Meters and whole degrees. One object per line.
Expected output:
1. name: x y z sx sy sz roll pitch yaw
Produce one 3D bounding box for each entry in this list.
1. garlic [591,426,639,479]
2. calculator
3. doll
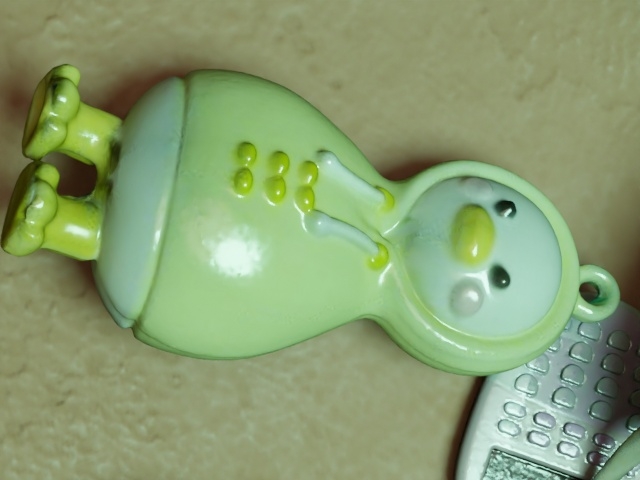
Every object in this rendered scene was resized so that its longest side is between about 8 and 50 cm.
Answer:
1. garlic: 0.214 0.045 0.785 0.266 0.128 0.148 -30 133 -7
2. calculator: 0.121 0.107 0.858 0.103 0.024 0.166 20 82 -5
3. doll: 0.003 -0.005 0.806 0.296 0.117 0.141 8 62 -6
